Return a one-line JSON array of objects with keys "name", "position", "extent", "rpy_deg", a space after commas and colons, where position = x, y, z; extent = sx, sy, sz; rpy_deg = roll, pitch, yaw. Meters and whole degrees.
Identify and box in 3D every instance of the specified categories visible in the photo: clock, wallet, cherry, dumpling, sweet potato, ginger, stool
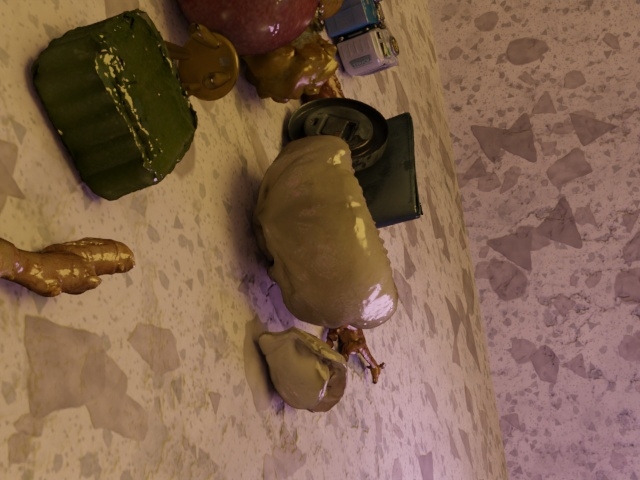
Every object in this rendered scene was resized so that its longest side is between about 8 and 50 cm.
[{"name": "clock", "position": [0.037, -0.224, 1.845], "extent": [0.042, 0.214, 0.215], "rpy_deg": [94, 1, -46]}, {"name": "wallet", "position": [0.092, -0.129, 1.867], "extent": [0.054, 0.251, 0.290], "rpy_deg": [51, 32, -43]}, {"name": "cherry", "position": [-0.124, -0.443, 1.492], "extent": [0.307, 0.221, 0.261], "rpy_deg": [-9, 74, -52]}, {"name": "dumpling", "position": [-0.023, 0.219, 1.490], "extent": [0.199, 0.136, 0.118], "rpy_deg": [52, 36, -28]}, {"name": "sweet potato", "position": [0.011, -0.327, 2.006], "extent": [0.355, 0.095, 0.106], "rpy_deg": [67, 26, -20]}, {"name": "ginger", "position": [-0.298, 0.032, 0.944], "extent": [0.089, 0.075, 0.288], "rpy_deg": [37, 16, 14]}, {"name": "stool", "position": [-0.198, -0.275, 1.372], "extent": [0.134, 0.135, 0.110], "rpy_deg": [34, 17, 14]}]

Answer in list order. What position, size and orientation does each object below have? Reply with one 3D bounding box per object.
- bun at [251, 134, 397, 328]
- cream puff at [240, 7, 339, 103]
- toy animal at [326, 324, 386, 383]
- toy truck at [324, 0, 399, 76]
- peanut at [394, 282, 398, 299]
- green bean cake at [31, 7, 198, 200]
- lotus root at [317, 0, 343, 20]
[{"name": "bun", "position": [0.000, 0.000, 1.572], "extent": [0.365, 0.219, 0.365], "rpy_deg": [-18, 90, -87]}, {"name": "cream puff", "position": [-0.076, -0.356, 1.687], "extent": [0.194, 0.194, 0.221], "rpy_deg": [43, 27, -57]}, {"name": "toy animal", "position": [0.075, 0.232, 1.868], "extent": [0.275, 0.054, 0.149], "rpy_deg": [24, 57, -67]}, {"name": "toy truck", "position": [0.087, -0.627, 2.355], "extent": [0.175, 0.146, 0.367], "rpy_deg": [-36, 108, -61]}, {"name": "peanut", "position": [0.093, 0.105, 1.888], "extent": [0.136, 0.120, 0.298], "rpy_deg": [63, 14, 19]}, {"name": "green bean cake", "position": [-0.257, -0.181, 1.137], "extent": [0.200, 0.113, 0.214], "rpy_deg": [-69, 140, -58]}, {"name": "lotus root", "position": [-0.008, -0.610, 2.084], "extent": [0.278, 0.154, 0.154], "rpy_deg": [-73, 144, -64]}]
